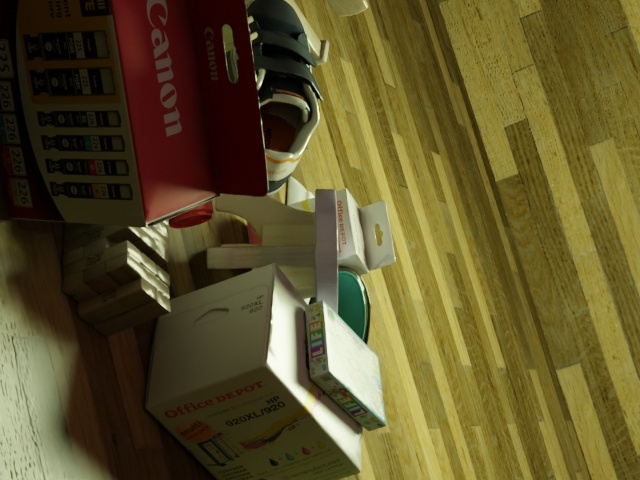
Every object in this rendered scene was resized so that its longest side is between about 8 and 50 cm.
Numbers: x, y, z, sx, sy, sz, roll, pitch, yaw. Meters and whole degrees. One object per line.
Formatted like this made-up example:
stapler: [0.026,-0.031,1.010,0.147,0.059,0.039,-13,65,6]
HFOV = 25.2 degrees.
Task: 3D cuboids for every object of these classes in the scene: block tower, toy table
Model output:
block tower: [-0.237,-0.062,1.679,0.091,0.097,0.335,46,29,-49]
toy table: [-0.058,0.018,1.861,0.274,0.160,0.252,86,4,-79]

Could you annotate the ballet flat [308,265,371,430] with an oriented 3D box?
ballet flat: [0.022,0.170,2.056,0.096,0.095,0.280,-56,151,-81]

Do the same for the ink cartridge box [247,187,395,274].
ink cartridge box: [0.000,0.000,2.059,0.067,0.198,0.115,53,24,-57]

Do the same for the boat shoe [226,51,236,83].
boat shoe: [-0.116,-0.212,2.130,0.109,0.091,0.305,43,32,-50]

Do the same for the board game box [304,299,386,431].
board game box: [0.031,0.155,1.750,0.154,0.026,0.103,47,29,-46]

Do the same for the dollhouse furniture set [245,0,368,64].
dollhouse furniture set: [-0.034,-0.453,2.298,0.198,0.286,0.303,53,35,-42]

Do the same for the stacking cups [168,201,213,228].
stacking cups: [-0.199,-0.174,1.883,0.096,0.096,0.316,7,65,-67]

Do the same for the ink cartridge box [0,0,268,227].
ink cartridge box: [-0.209,-0.179,1.462,0.130,0.271,0.309,-26,114,-50]

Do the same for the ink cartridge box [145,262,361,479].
ink cartridge box: [-0.077,0.179,1.742,0.233,0.171,0.168,52,26,-37]

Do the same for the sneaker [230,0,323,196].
sneaker: [-0.060,-0.223,2.033,0.126,0.127,0.321,10,67,-19]

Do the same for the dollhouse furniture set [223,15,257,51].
dollhouse furniture set: [-0.137,-0.263,2.027,0.101,0.161,0.182,66,21,-10]

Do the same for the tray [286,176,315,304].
tray: [-0.010,0.028,2.261,0.145,0.030,0.270,54,25,-37]
